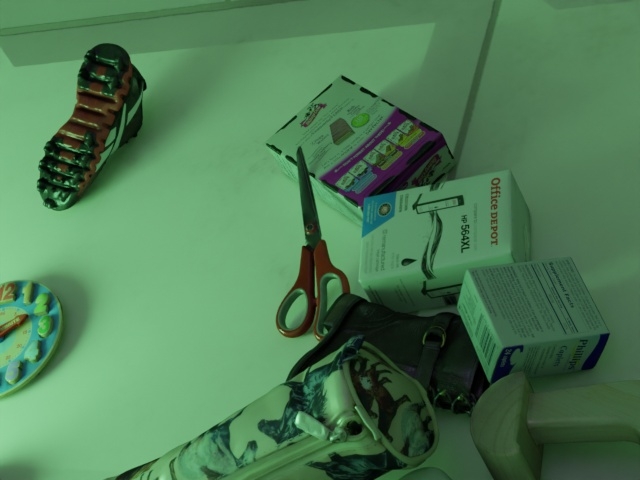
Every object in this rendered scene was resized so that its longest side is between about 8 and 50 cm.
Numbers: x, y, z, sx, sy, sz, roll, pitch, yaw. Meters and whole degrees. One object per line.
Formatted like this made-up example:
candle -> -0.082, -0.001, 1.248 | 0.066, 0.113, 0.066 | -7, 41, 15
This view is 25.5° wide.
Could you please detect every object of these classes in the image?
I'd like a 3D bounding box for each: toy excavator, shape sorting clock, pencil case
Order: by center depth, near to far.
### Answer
toy excavator -> 0.407, 0.225, 1.432 | 0.433, 0.222, 0.445 | -28, 30, 3
pencil case -> -0.077, 0.263, 1.590 | 0.410, 0.183, 0.160 | -31, 72, 20
shape sorting clock -> -0.466, 0.142, 2.048 | 0.206, 0.040, 0.206 | -15, 46, 16

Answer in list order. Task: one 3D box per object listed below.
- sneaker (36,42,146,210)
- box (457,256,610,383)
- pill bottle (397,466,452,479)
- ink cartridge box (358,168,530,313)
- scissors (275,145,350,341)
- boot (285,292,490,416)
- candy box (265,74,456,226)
sneaker -> -0.351, -0.167, 2.230 | 0.098, 0.135, 0.276 | 20, 85, 25
box -> 0.247, 0.092, 1.655 | 0.137, 0.072, 0.126 | -6, 48, -15
pill bottle -> 0.158, 0.343, 1.482 | 0.121, 0.121, 0.221 | -38, 44, -8
ink cartridge box -> 0.160, 0.003, 1.814 | 0.203, 0.086, 0.148 | -12, 46, 19
scissors -> 0.000, 0.000, 1.899 | 0.109, 0.021, 0.297 | -8, 62, 30
boot -> 0.089, 0.173, 1.699 | 0.229, 0.091, 0.263 | 11, 62, 28
candy box -> 0.054, -0.123, 1.993 | 0.159, 0.071, 0.233 | -42, 46, -11
